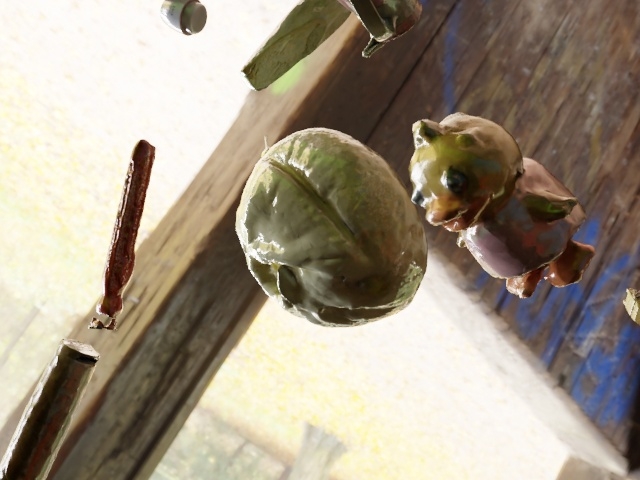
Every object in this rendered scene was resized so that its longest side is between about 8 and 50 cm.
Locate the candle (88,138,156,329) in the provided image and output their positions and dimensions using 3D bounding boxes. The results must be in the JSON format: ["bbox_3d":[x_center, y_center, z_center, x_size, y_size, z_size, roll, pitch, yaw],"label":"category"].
[{"bbox_3d":[-0.328,-0.009,1.431,0.048,0.329,0.051,12,176,3],"label":"candle"}]

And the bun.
[{"bbox_3d":[0.000,0.000,1.425,0.365,0.219,0.365,30,141,27],"label":"bun"}]

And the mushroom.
[{"bbox_3d":[-0.023,-0.417,1.639,0.107,0.333,0.087,18,154,46],"label":"mushroom"}]

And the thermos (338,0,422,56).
[{"bbox_3d":[0.050,-0.395,1.202,0.146,0.176,0.265,-19,132,25],"label":"thermos"}]

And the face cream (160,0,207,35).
[{"bbox_3d":[-0.326,-0.537,2.022,0.095,0.091,0.091,22,160,22],"label":"face cream"}]

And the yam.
[{"bbox_3d":[-0.275,0.217,0.781,0.046,0.263,0.046,24,175,2],"label":"yam"}]

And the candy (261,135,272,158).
[{"bbox_3d":[-0.097,-0.171,1.588,0.035,0.035,0.123,39,-165,-25],"label":"candy"}]

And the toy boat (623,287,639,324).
[{"bbox_3d":[0.654,0.143,1.558,0.201,0.077,0.057,25,132,29],"label":"toy boat"}]

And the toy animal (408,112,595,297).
[{"bbox_3d":[0.222,-0.058,1.096,0.281,0.169,0.195,33,148,-25],"label":"toy animal"}]
